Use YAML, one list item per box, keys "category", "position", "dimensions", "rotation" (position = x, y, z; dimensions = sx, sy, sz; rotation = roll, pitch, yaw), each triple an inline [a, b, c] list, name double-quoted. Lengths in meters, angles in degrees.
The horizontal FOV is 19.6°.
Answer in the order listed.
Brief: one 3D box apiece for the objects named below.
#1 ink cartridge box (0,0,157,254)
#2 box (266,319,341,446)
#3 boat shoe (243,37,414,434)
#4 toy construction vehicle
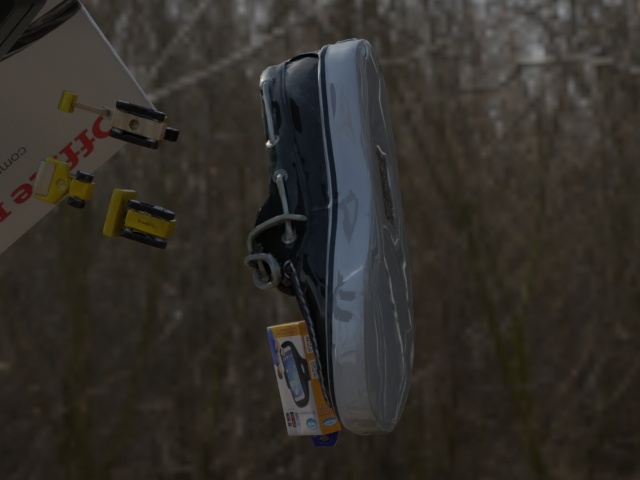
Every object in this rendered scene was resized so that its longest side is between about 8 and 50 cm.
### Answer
- category: "ink cartridge box"
  position: [-0.340, -0.153, 1.371]
  dimensions: [0.166, 0.285, 0.395]
  rotation: [43, -8, 39]
- category: "box"
  position: [-0.017, 0.153, 1.948]
  dimensions: [0.028, 0.136, 0.081]
  rotation: [-9, -2, -27]
- category: "boat shoe"
  position: [-0.002, -0.002, 1.323]
  dimensions: [0.105, 0.306, 0.113]
  rotation: [-12, -23, 17]
- category: "toy construction vehicle"
  position: [-0.129, -0.047, 1.178]
  dimensions: [0.098, 0.086, 0.035]
  rotation: [15, 7, 15]
